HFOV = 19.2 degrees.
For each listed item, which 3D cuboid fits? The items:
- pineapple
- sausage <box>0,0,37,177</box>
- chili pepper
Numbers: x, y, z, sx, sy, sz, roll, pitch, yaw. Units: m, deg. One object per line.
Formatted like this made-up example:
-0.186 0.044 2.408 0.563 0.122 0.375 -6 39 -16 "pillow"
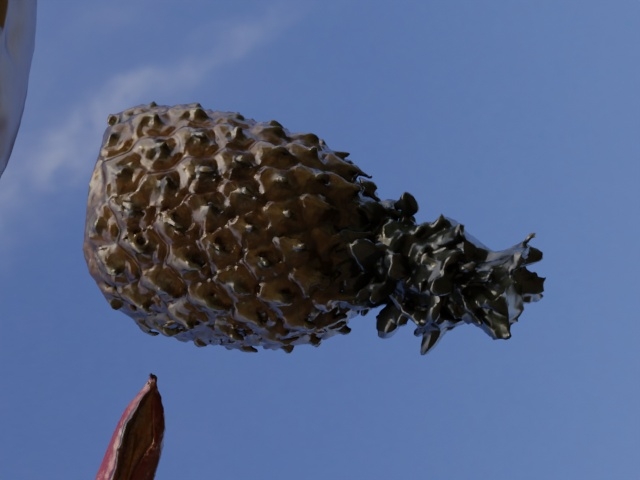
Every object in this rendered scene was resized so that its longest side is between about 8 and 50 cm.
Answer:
0.000 0.000 1.486 0.202 0.362 0.202 7 -90 -67 "pineapple"
-0.139 -0.123 0.445 0.134 0.116 0.354 0 -120 -15 "sausage"
-0.136 0.213 1.160 0.059 0.050 0.268 15 -105 -20 "chili pepper"
